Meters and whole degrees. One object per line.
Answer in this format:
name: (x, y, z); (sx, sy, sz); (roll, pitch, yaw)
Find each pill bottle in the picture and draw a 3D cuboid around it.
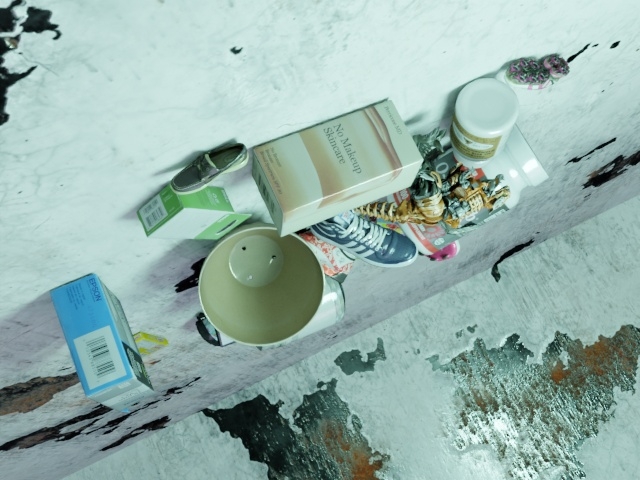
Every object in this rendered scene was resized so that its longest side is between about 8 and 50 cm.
pill bottle: (0.367, -0.136, 1.834); (0.363, 0.210, 0.210); (-32, 162, 19)
pill bottle: (0.353, -0.248, 1.608); (0.131, 0.131, 0.229); (-25, 163, -3)

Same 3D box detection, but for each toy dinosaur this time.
toy dinosaur: (0.240, -0.111, 1.567); (0.322, 0.218, 0.164); (-6, 165, -23)

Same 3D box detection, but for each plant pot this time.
plant pot: (-0.143, 0.078, 1.705); (0.284, 0.284, 0.191); (-26, -160, -1)

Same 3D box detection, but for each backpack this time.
backpack: (-0.270, 0.247, 2.219); (0.182, 0.115, 0.152); (-30, 161, 5)

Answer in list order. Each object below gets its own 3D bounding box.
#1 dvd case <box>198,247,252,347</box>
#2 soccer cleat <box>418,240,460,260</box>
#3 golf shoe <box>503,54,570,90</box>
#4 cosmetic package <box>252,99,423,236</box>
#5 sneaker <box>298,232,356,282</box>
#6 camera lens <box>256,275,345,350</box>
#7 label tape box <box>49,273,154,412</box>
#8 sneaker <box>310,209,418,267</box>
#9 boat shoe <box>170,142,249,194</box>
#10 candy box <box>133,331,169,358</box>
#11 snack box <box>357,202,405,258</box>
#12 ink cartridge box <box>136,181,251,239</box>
dvd case: (-0.201, 0.140, 1.872); (0.180, 0.022, 0.253); (-20, 120, -20)
soccer cleat: (0.321, -0.010, 2.214); (0.143, 0.116, 0.331); (-29, -165, -30)
golf shoe: (0.455, -0.347, 1.571); (0.186, 0.067, 0.086); (-14, 161, -35)
cosmetic package: (0.029, -0.141, 1.421); (0.296, 0.153, 0.129); (-23, 164, -14)
sneaker: (0.000, 0.000, 1.928); (0.270, 0.090, 0.145); (32, 87, -40)
camera lens: (-0.082, 0.174, 2.091); (0.274, 0.219, 0.219); (-20, 163, -18)
label tape box: (-0.481, 0.248, 1.670); (0.115, 0.249, 0.348); (-24, 163, -8)
sneaker: (0.101, -0.025, 1.754); (0.153, 0.282, 0.099); (81, 30, -66)
boat shoe: (-0.198, -0.134, 1.288); (0.152, 0.056, 0.049); (-31, 160, -16)
candy box: (-0.539, 0.318, 2.188); (0.105, 0.027, 0.206); (-29, 164, 1)
snack box: (0.171, -0.018, 2.072); (0.174, 0.070, 0.207); (6, 149, -29)
ink cartridge box: (-0.244, -0.054, 1.431); (0.109, 0.062, 0.209); (-34, 162, 26)
